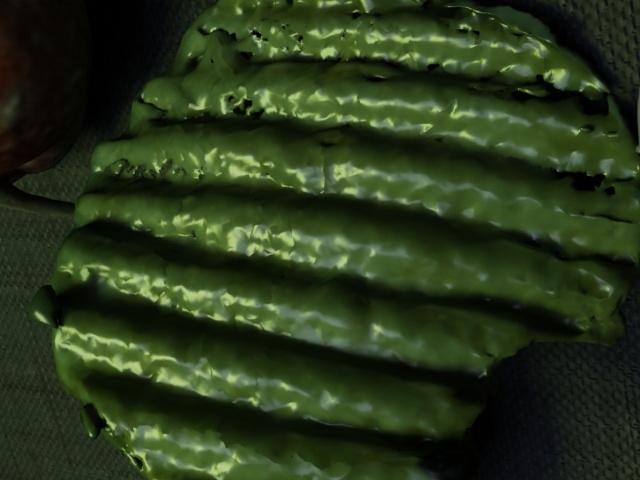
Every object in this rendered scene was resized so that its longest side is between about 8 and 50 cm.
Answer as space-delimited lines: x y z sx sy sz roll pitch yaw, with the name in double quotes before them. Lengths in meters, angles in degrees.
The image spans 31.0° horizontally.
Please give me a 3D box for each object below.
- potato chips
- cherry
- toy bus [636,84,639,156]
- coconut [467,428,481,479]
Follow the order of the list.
"potato chips" -0.006 -0.006 0.749 0.389 0.373 0.097 33 170 23
"cherry" -0.329 -0.162 0.888 0.335 0.291 0.326 57 145 22
"toy bus" 0.263 -0.078 0.641 0.172 0.057 0.072 2 109 34
"coconut" 0.001 0.167 0.853 0.227 0.227 0.230 -15 96 40
